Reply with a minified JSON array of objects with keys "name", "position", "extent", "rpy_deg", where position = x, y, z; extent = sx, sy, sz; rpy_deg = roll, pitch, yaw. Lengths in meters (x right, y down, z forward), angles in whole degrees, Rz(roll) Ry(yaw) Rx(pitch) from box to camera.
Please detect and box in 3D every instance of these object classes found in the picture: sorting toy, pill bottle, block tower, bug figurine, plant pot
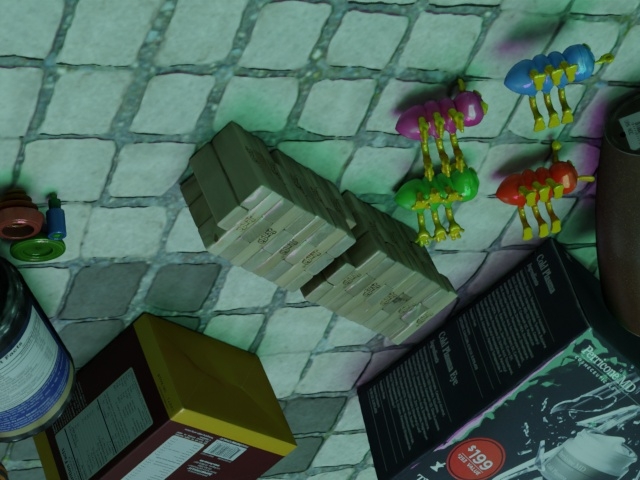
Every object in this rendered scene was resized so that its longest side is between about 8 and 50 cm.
[{"name":"sorting toy","position":[-0.262,-0.018,1.366],"extent":[0.061,0.042,0.102],"rpy_deg":[-11,156,5]},{"name":"pill bottle","position":[-0.314,0.086,1.384],"extent":[0.122,0.123,0.219],"rpy_deg":[-23,143,-4]},{"name":"block tower","position":[0.000,0.000,1.498],"extent":[0.091,0.097,0.335],"rpy_deg":[-40,140,18]},{"name":"bug figurine","position":[0.179,-0.097,1.503],"extent":[0.216,0.072,0.279],"rpy_deg":[-14,147,-6]},{"name":"plant pot","position":[0.380,-0.043,1.604],"extent":[0.215,0.215,0.230],"rpy_deg":[-27,130,0]}]

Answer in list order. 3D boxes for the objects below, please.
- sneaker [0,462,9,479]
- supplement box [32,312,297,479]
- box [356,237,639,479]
[{"name":"sneaker","position":[-0.409,0.139,1.319],"extent":[0.321,0.124,0.180],"rpy_deg":[18,104,-23]},{"name":"supplement box","position":[-0.170,0.208,1.615],"extent":[0.194,0.129,0.191],"rpy_deg":[-41,142,19]},{"name":"box","position":[0.278,0.228,1.788],"extent":[0.312,0.179,0.343],"rpy_deg":[-41,121,18]}]
